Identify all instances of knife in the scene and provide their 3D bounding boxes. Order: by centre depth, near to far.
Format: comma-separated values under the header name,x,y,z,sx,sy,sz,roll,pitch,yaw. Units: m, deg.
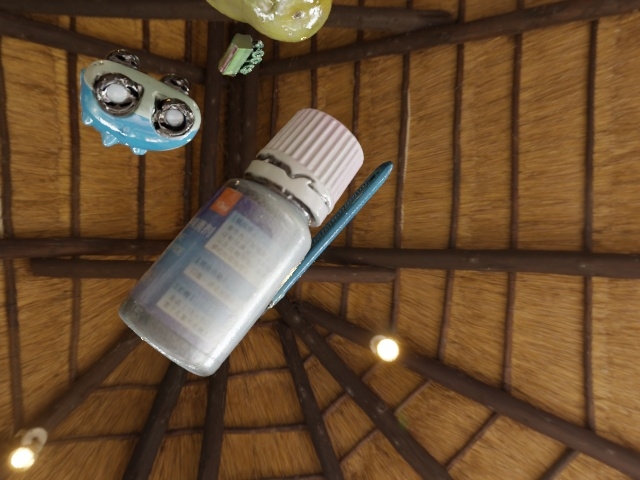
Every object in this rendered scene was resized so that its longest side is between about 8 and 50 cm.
name,x,y,z,sx,sy,sz,roll,pitch,yaw
knife,-0.002,-0.002,0.666,0.026,0.044,0.296,42,-95,-13

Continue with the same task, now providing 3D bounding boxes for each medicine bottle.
name,x,y,z,sx,sy,sz,roll,pitch,yaw
medicine bottle,-0.049,-0.004,0.357,0.083,0.083,0.203,40,-105,-6

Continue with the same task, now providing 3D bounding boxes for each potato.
name,x,y,z,sx,sy,sz,roll,pitch,yaw
potato,-0.050,-0.275,0.481,0.157,0.157,0.193,-16,-120,-8

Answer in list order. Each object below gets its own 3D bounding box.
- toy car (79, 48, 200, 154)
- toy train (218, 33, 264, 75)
name,x,y,z,sx,sy,sz,roll,pitch,yaw
toy car,-0.398,-0.280,1.057,0.255,0.188,0.190,17,-59,-30
toy train,-0.165,-0.385,1.014,0.071,0.148,0.038,0,-93,-25
